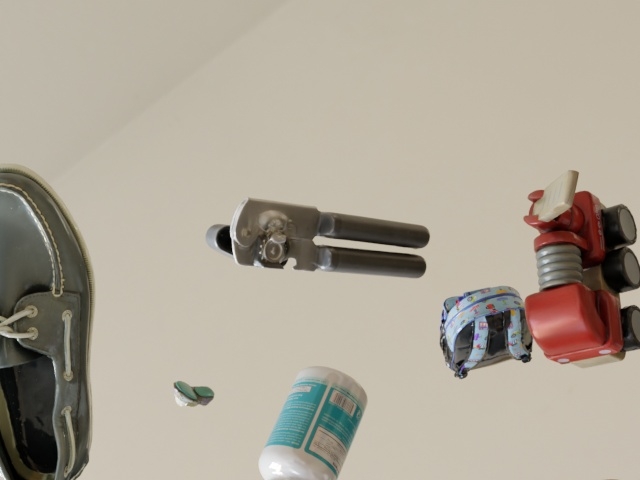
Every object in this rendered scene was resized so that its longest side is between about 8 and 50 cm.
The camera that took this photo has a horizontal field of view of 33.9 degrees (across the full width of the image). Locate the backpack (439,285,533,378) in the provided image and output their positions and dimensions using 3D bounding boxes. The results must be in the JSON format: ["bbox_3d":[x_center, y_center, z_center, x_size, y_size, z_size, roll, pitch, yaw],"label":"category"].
[{"bbox_3d":[0.279,0.138,1.769,0.158,0.116,0.173,-13,-34,-3],"label":"backpack"}]

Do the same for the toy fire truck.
[{"bbox_3d":[0.308,0.024,1.296,0.246,0.159,0.217,24,-122,-43],"label":"toy fire truck"}]

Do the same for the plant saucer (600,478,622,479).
[{"bbox_3d":[0.384,0.345,1.392,0.084,0.013,0.083,4,-45,4],"label":"plant saucer"}]

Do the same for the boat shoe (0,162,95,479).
[{"bbox_3d":[-0.270,0.091,0.969,0.116,0.099,0.319,-4,-75,0],"label":"boat shoe"}]

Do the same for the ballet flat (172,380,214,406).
[{"bbox_3d":[-0.218,0.261,1.750,0.041,0.041,0.114,-54,-28,5],"label":"ballet flat"}]

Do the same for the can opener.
[{"bbox_3d":[0.000,0.000,1.230,0.284,0.095,0.075,7,-91,-40],"label":"can opener"}]

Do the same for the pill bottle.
[{"bbox_3d":[-0.021,0.371,1.917,0.146,0.146,0.264,71,-144,-45],"label":"pill bottle"}]
